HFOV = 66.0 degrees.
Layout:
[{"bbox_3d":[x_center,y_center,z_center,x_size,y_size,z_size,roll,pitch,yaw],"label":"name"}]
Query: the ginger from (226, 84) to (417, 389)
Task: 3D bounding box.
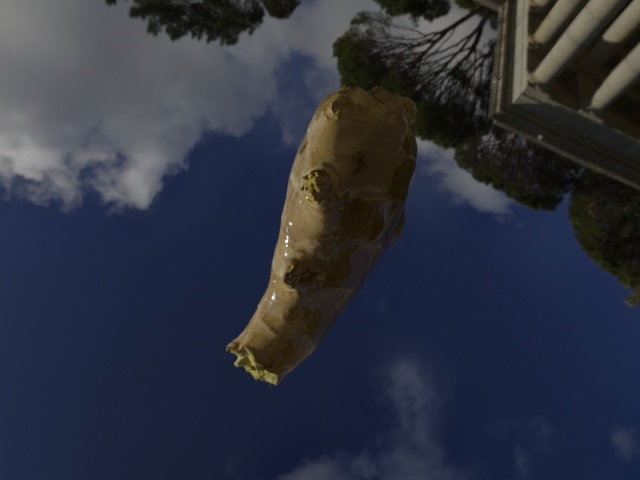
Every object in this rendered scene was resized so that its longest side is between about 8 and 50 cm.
[{"bbox_3d":[0.006,-0.007,0.620,0.166,0.375,0.236,35,-153,2],"label":"ginger"}]
